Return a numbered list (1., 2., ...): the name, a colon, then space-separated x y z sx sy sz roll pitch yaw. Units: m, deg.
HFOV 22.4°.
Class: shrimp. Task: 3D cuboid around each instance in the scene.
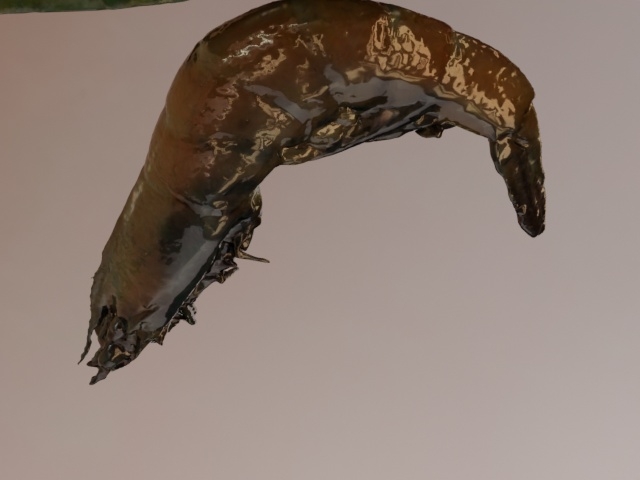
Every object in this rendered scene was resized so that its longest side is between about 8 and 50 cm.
1. shrimp: 0.000 0.000 0.745 0.262 0.198 0.051 -57 29 37

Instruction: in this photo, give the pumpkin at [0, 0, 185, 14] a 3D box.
1. pumpkin: -0.063 -0.213 0.586 0.263 0.293 0.197 -136 37 -61
